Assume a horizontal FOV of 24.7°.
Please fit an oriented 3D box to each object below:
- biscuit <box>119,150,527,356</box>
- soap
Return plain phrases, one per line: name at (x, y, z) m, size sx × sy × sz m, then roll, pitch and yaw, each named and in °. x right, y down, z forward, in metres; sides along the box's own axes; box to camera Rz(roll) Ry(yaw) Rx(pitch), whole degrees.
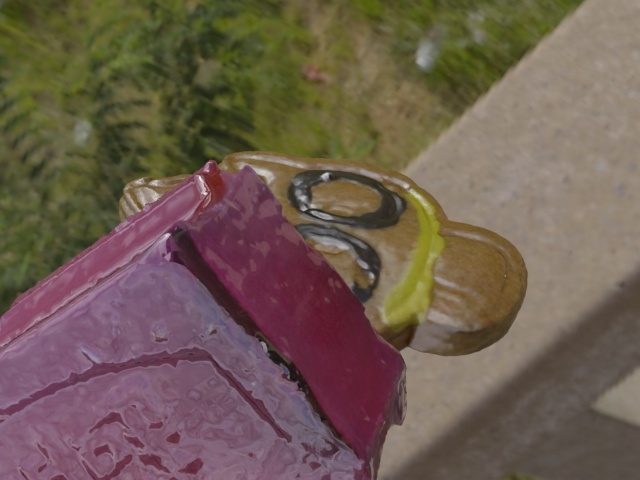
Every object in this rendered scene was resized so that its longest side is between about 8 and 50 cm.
biscuit at (0.000, 0.000, 1.009) m, size 0.290 × 0.208 × 0.041 m, roll 13°, pitch 126°, yaw 5°
soap at (-0.092, 0.091, 0.722) m, size 0.250 × 0.162 × 0.099 m, roll -33°, pitch 18°, yaw 31°
